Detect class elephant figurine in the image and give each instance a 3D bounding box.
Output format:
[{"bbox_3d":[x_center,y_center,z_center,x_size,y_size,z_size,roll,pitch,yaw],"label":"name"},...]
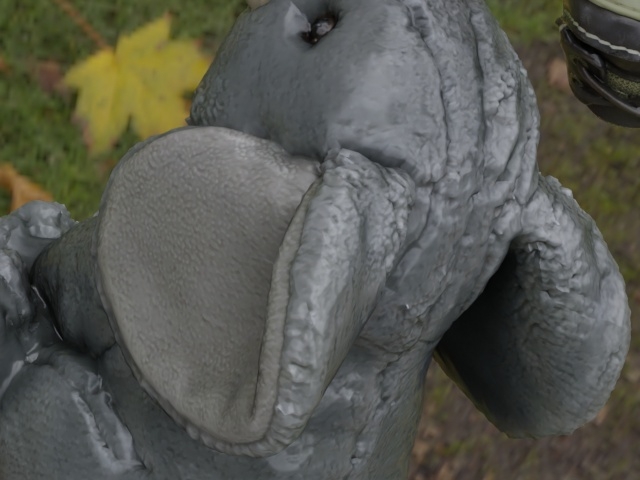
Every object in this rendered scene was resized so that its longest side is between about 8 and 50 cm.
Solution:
[{"bbox_3d":[0.000,0.000,0.541,0.186,0.239,0.169,43,43,-7],"label":"elephant figurine"}]

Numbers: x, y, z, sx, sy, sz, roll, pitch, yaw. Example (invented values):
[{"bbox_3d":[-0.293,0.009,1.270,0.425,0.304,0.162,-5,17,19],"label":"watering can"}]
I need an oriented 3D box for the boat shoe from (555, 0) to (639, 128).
[{"bbox_3d":[0.135,-0.079,0.795,0.080,0.073,0.223,23,14,9],"label":"boat shoe"}]
